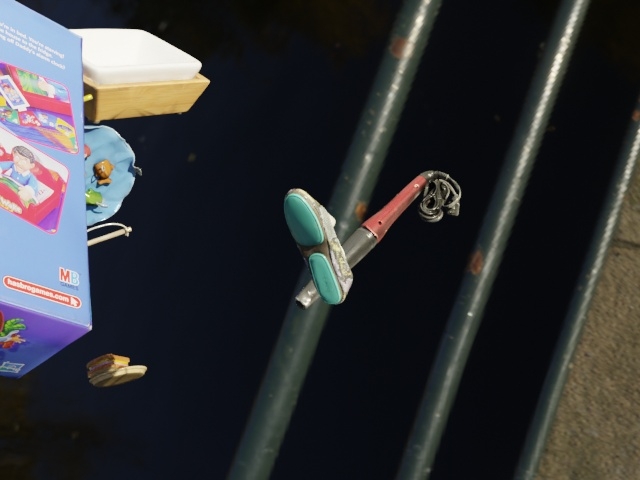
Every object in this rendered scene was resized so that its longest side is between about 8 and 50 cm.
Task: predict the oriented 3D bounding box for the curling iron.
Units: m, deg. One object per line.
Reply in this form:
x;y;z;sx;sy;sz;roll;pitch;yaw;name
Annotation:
0.070;-0.006;1.037;0.068;0.035;0.274;33;53;33;curling iron

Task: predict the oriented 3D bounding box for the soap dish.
-0.403;-0.331;1.769;0.229;0.291;0.118;33;119;30;soap dish

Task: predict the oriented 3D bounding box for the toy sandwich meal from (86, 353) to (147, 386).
-0.276;0.174;1.196;0.085;0.085;0.029;-26;71;31;toy sandwich meal

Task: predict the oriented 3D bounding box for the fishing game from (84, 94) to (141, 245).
-0.349;-0.082;1.279;0.041;0.189;0.264;51;153;40;fishing game

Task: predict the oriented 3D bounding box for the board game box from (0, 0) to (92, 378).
-0.287;-0.082;0.459;0.078;0.347;0.233;-32;52;30;board game box

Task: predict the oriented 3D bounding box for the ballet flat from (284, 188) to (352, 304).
0.000;0.000;0.771;0.041;0.114;0.041;-17;24;8;ballet flat
